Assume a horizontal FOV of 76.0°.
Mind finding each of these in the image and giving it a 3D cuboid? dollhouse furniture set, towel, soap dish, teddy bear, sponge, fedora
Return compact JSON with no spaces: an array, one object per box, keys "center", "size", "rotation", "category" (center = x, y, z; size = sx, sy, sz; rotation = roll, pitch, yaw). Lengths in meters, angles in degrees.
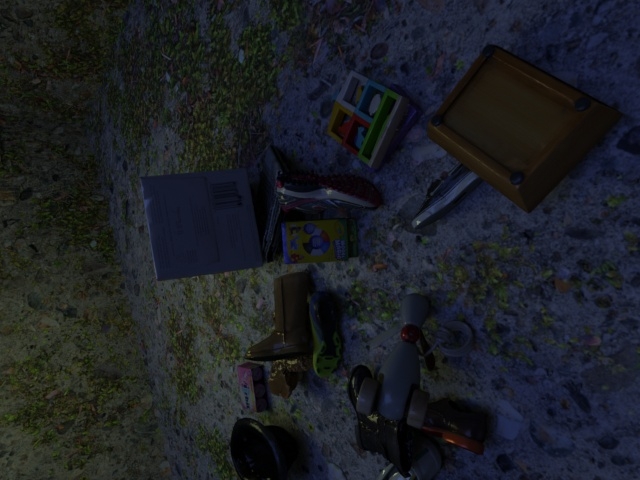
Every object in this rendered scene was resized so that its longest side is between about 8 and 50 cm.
[{"center":[-0.086,-0.108,1.335],"size":[0.144,0.123,0.151],"rotation":[3,98,46],"category":"dollhouse furniture set"},{"center":[-0.177,-0.132,1.394],"size":[0.324,0.056,0.312],"rotation":[-119,42,-55],"category":"towel"},{"center":[0.373,-0.233,0.810],"size":[0.229,0.118,0.291],"rotation":[-53,57,21],"category":"soap dish"},{"center":[-0.104,0.378,1.456],"size":[0.245,0.113,0.337],"rotation":[-15,77,39],"category":"teddy bear"},{"center":[0.172,-0.298,1.105],"size":[0.117,0.031,0.210],"rotation":[57,132,25],"category":"sponge"},{"center":[-0.199,0.807,1.566],"size":[0.334,0.153,0.333],"rotation":[6,99,42],"category":"fedora"}]

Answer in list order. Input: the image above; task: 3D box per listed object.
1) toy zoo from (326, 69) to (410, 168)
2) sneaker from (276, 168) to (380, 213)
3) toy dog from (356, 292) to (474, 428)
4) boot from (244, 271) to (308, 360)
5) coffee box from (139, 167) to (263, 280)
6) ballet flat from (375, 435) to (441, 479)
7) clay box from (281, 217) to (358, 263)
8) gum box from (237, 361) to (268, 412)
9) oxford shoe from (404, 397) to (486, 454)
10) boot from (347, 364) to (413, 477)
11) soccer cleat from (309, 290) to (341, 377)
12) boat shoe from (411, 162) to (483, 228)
[{"center":[0.108,-0.346,1.129],"size":[0.293,0.030,0.192],"rotation":[50,126,45],"category":"toy zoo"},{"center":[0.023,-0.127,1.175],"size":[0.299,0.120,0.112],"rotation":[10,126,11],"category":"sneaker"},{"center":[0.210,0.313,1.021],"size":[0.220,0.333,0.161],"rotation":[33,153,24],"category":"toy dog"},{"center":[-0.141,0.258,1.373],"size":[0.236,0.089,0.269],"rotation":[-13,60,16],"category":"boot"},{"center":[-0.414,-0.046,1.458],"size":[0.334,0.338,0.337],"rotation":[165,96,-74],"category":"coffee box"},{"center":[0.204,0.708,1.147],"size":[0.139,0.139,0.400],"rotation":[40,123,35],"category":"ballet flat"},{"center":[0.000,0.000,1.220],"size":[0.222,0.053,0.127],"rotation":[-4,96,4],"category":"clay box"},{"center":[-0.279,0.607,1.686],"size":[0.107,0.062,0.188],"rotation":[-8,90,47],"category":"gum box"},{"center":[0.306,0.453,1.054],"size":[0.271,0.097,0.098],"rotation":[-3,60,53],"category":"oxford shoe"},{"center":[0.171,0.475,1.115],"size":[0.229,0.091,0.262],"rotation":[146,118,-63],"category":"boot"},{"center":[0.012,0.303,1.341],"size":[0.121,0.094,0.289],"rotation":[-140,46,-72],"category":"soccer cleat"},{"center":[0.295,-0.112,0.977],"size":[0.219,0.078,0.070],"rotation":[-45,65,31],"category":"boat shoe"}]
